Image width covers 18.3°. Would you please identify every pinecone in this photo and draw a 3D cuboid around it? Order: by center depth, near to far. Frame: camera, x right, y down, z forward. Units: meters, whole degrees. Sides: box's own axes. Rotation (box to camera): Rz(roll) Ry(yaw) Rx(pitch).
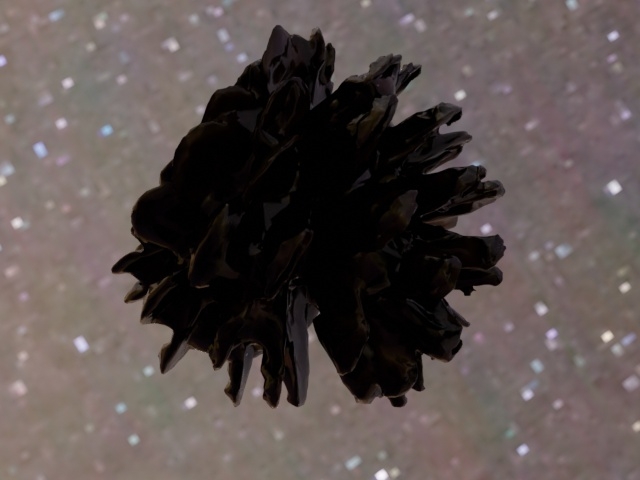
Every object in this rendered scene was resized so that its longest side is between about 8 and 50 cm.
[{"bbox_3d":[0.001,-0.001,0.681,0.121,0.140,0.140,32,-36,4],"label":"pinecone"}]
